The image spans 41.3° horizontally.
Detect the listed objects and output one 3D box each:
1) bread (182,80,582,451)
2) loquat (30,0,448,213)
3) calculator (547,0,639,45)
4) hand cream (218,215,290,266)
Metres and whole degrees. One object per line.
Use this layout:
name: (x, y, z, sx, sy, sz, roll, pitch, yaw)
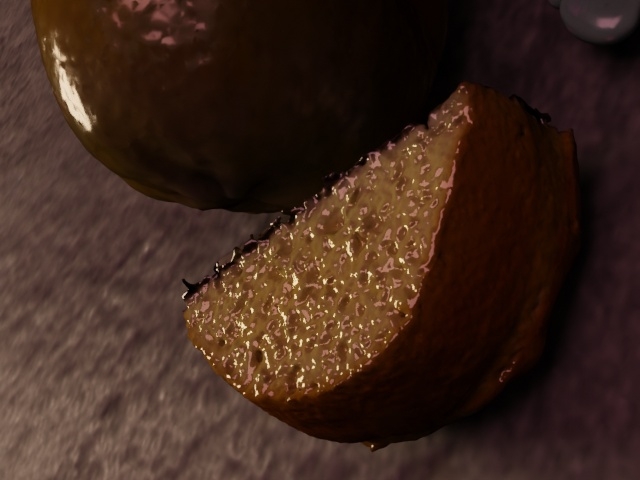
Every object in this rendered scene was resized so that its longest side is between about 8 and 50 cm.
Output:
bread: (0.040, 0.040, 0.474, 0.260, 0.129, 0.134, -38, 54, 24)
loquat: (-0.054, -0.149, 0.561, 0.276, 0.276, 0.284, -15, 58, 38)
calculator: (0.252, -0.228, 0.480, 0.299, 0.041, 0.185, -45, 44, 13)
hand cream: (0.000, 0.000, 0.592, 0.186, 0.054, 0.087, -32, 45, 19)
